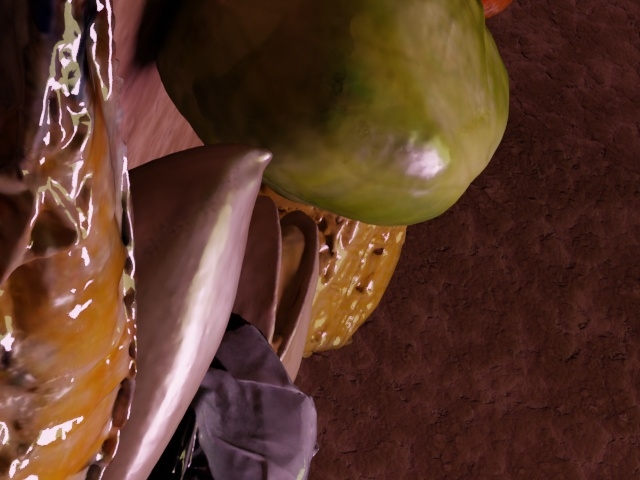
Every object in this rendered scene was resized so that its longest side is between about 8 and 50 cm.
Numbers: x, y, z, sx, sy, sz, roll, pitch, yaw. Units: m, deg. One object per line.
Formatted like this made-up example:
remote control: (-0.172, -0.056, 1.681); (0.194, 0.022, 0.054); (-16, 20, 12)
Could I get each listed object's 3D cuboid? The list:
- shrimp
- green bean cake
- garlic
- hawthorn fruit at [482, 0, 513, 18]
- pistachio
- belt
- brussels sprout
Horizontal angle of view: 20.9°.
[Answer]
shrimp: (-0.131, 0.023, 0.656); (0.164, 0.062, 0.317); (-37, 147, -44)
green bean cake: (0.000, 0.000, 1.776); (0.224, 0.131, 0.229); (-66, 162, 7)
garlic: (-0.123, 0.082, 0.848); (0.143, 0.112, 0.318); (-127, -123, -68)
hawthorn fruit: (0.107, -0.286, 1.784); (0.157, 0.194, 0.157); (-21, 90, -88)
pistachio: (-0.067, 0.071, 1.592); (0.152, 0.126, 0.223); (2, -106, 59)
belt: (-0.108, 0.198, 1.409); (0.164, 0.184, 0.289); (92, 16, -69)
brussels sprout: (0.016, -0.106, 0.980); (0.161, 0.223, 0.223); (-50, -171, 40)
